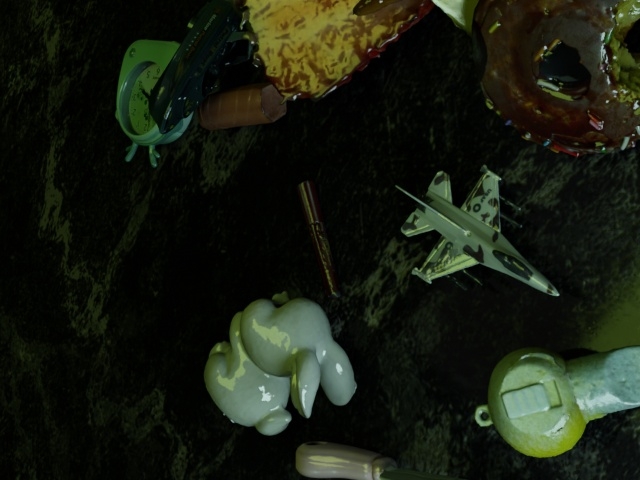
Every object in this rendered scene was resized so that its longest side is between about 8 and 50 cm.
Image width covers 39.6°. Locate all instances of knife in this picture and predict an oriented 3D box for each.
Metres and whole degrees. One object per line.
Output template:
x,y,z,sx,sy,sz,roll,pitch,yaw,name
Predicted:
0.101,0.284,1.091,0.335,0.081,0.043,-4,85,40,knife

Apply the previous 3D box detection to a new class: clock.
-0.278,-0.229,1.491,0.159,0.066,0.211,17,96,41,clock

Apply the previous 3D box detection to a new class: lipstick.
0.000,0.000,1.253,0.027,0.027,0.177,-28,69,35,lipstick

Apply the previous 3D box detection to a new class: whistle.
0.275,0.164,0.963,0.223,0.123,0.123,-19,71,15,whistle

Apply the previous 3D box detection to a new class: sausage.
-0.131,-0.205,1.370,0.169,0.065,0.065,-1,83,40,sausage

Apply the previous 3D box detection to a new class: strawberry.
0.013,-0.345,1.211,0.280,0.150,0.253,-37,85,16,strawberry

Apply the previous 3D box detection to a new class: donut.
0.273,-0.207,0.959,0.216,0.096,0.230,-7,115,49,donut

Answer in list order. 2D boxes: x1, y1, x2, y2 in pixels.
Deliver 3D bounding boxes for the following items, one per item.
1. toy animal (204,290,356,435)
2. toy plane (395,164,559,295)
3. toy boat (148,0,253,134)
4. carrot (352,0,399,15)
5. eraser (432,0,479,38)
-0.059,0.174,1.212,0.193,0.127,0.179,-32,67,32,toy animal
0.192,0.001,1.065,0.234,0.082,0.160,36,98,22,toy plane
-0.183,-0.257,1.343,0.103,0.093,0.246,25,66,5,toy boat
0.185,-0.357,1.070,0.336,0.069,0.069,-23,69,15,carrot
0.233,-0.327,1.010,0.226,0.158,0.069,-40,29,30,eraser
